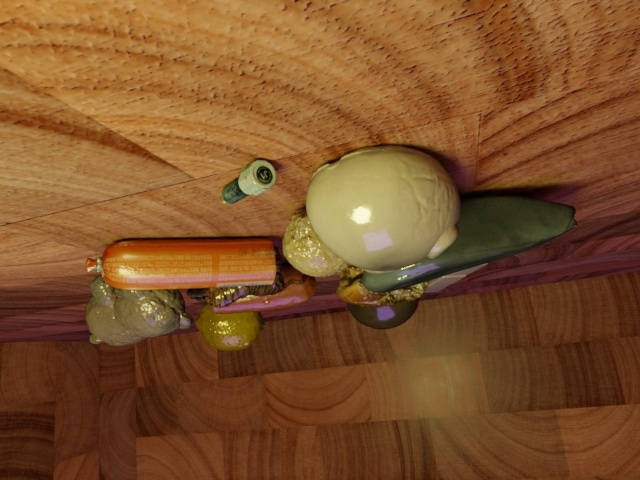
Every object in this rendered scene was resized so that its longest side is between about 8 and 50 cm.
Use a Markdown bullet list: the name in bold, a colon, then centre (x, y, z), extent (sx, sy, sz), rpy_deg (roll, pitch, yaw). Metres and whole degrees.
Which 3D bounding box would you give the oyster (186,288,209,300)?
- **oyster**: centre (-0.294, 0.127, 1.241), extent (0.200, 0.061, 0.106), rpy_deg (-11, -176, 27)

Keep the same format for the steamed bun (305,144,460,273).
- **steamed bun**: centre (0.089, -0.027, 0.585), extent (0.177, 0.130, 0.228), rpy_deg (-19, 160, 34)

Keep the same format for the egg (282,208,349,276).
- **egg**: centre (0.000, 0.000, 0.708), extent (0.116, 0.118, 0.140), rpy_deg (35, -158, 31)

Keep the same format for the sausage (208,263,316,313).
- **sausage**: centre (-0.140, 0.119, 1.107), extent (0.260, 0.113, 0.113), rpy_deg (-5, 166, -6)

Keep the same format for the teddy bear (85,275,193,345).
- **teddy bear**: centre (-0.441, 0.163, 1.067), extent (0.267, 0.151, 0.236), rpy_deg (-25, 132, 28)

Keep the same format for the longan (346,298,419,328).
- **longan**: centre (0.169, 0.147, 1.223), extent (0.198, 0.198, 0.212), rpy_deg (-5, 134, -7)

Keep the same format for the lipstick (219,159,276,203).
- **lipstick**: centre (-0.098, -0.064, 0.550), extent (0.037, 0.037, 0.116), rpy_deg (4, 167, -36)

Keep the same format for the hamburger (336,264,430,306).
- **hamburger**: centre (0.134, 0.084, 1.029), extent (0.283, 0.143, 0.157), rpy_deg (5, 160, -44)

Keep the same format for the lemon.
- **lemon**: centre (-0.296, 0.268, 1.482), extent (0.231, 0.192, 0.192), rpy_deg (5, 163, -17)

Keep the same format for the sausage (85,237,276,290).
- **sausage**: centre (-0.241, 0.042, 0.795), extent (0.313, 0.092, 0.093), rpy_deg (-1, 165, -21)

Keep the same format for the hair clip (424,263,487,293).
- **hair clip**: centre (0.305, 0.061, 1.118), extent (0.085, 0.101, 0.330), rpy_deg (0, 164, -6)

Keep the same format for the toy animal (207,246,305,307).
- **toy animal**: centre (-0.111, 0.083, 0.971), extent (0.255, 0.116, 0.114), rpy_deg (6, 163, -44)

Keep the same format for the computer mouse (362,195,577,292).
- **computer mouse**: centre (0.243, -0.008, 0.758), extent (0.372, 0.121, 0.188), rpy_deg (-14, 170, 1)
